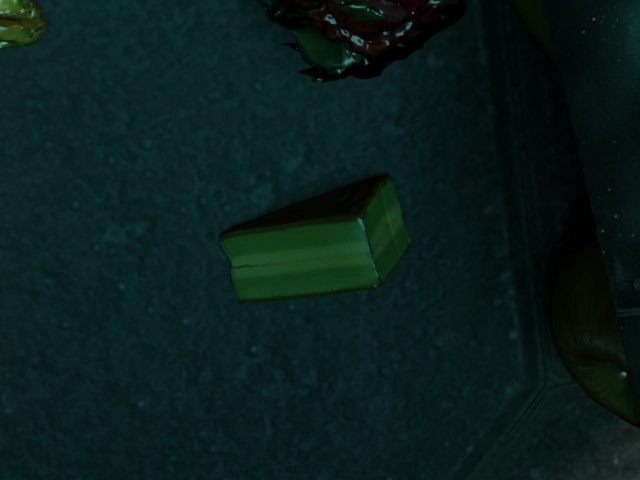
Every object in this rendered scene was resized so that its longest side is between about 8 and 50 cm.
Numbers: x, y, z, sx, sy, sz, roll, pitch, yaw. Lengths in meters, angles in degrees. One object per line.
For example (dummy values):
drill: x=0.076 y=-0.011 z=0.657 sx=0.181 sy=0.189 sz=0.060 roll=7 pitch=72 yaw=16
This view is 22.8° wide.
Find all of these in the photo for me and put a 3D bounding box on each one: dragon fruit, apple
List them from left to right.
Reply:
dragon fruit: x=0.033 y=-0.225 z=1.209 sx=0.182 sy=0.182 sz=0.188 roll=-6 pitch=126 yaw=-7
apple: x=0.300 y=0.060 z=1.319 sx=0.211 sy=0.211 sz=0.188 roll=47 pitch=70 yaw=-18

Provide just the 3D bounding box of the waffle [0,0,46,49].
waffle: x=-0.308 y=-0.257 z=1.204 sx=0.291 sy=0.051 sz=0.291 roll=-2 pitch=108 yaw=-6

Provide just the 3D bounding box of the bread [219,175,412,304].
bread: x=-0.005 y=0.001 z=1.351 sx=0.139 sy=0.084 sz=0.074 roll=-10 pitch=111 yaw=26

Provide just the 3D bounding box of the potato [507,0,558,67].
potato: x=0.226 y=-0.244 z=1.261 sx=0.271 sy=0.160 sz=0.111 roll=50 pitch=52 yaw=-21

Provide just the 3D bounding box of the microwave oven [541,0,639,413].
microwave oven: x=0.356 y=-0.120 z=1.086 sx=0.374 sy=0.236 sz=0.432 roll=-17 pitch=96 yaw=-44
